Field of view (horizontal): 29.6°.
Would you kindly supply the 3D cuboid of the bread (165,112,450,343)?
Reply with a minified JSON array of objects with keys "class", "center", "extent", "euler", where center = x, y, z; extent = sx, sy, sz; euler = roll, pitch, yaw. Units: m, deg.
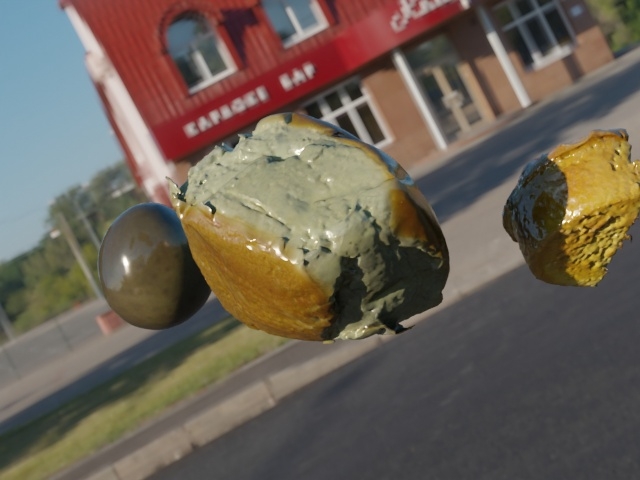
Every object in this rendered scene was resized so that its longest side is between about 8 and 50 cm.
[{"class":"bread","center":[0.000,0.000,1.390],"extent":[0.279,0.250,0.225],"euler":[31,65,35]}]

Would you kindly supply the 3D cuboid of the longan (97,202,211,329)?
[{"class":"longan","center":[-0.273,0.046,1.996],"extent":[0.196,0.220,0.197],"euler":[-8,49,10]}]

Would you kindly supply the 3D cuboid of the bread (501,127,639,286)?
[{"class":"bread","center":[0.310,-0.035,1.510],"extent":[0.139,0.143,0.229],"euler":[-8,-36,-17]}]
